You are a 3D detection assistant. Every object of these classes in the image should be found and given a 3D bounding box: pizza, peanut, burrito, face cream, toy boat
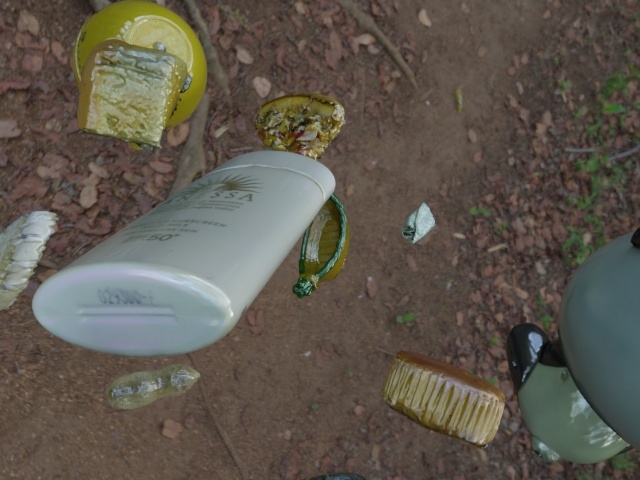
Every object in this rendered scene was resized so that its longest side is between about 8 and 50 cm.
[{"bbox_3d":[-0.093,-0.227,1.293,0.074,0.251,0.287,30,101,-44],"label":"pizza"},{"bbox_3d":[-0.412,0.359,1.409,0.228,0.104,0.085,-13,83,-10],"label":"peanut"},{"bbox_3d":[0.247,-0.041,1.463,0.118,0.044,0.074,-35,103,-36],"label":"burrito"},{"bbox_3d":[-0.097,-0.013,0.564,0.348,0.174,0.081,-56,140,-61],"label":"face cream"},{"bbox_3d":[0.000,0.000,0.990,0.088,0.089,0.229,36,52,-45],"label":"toy boat"}]

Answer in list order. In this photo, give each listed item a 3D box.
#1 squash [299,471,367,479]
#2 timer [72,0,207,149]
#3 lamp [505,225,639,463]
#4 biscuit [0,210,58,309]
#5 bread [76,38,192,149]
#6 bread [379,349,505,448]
[{"bbox_3d":[0.016,0.647,1.352,0.252,0.252,0.165,6,57,-34],"label":"squash"},{"bbox_3d":[-0.494,-0.454,1.537,0.376,0.387,0.375,4,84,-37],"label":"timer"},{"bbox_3d":[0.264,0.096,0.442,0.198,0.244,0.197,11,56,-17],"label":"lamp"},{"bbox_3d":[-0.641,0.057,1.162,0.084,0.281,0.179,30,40,-34],"label":"biscuit"},{"bbox_3d":[-0.394,-0.324,1.177,0.205,0.162,0.261,9,52,-3],"label":"bread"},{"bbox_3d":[0.203,0.252,0.938,0.199,0.199,0.104,23,87,-30],"label":"bread"}]
